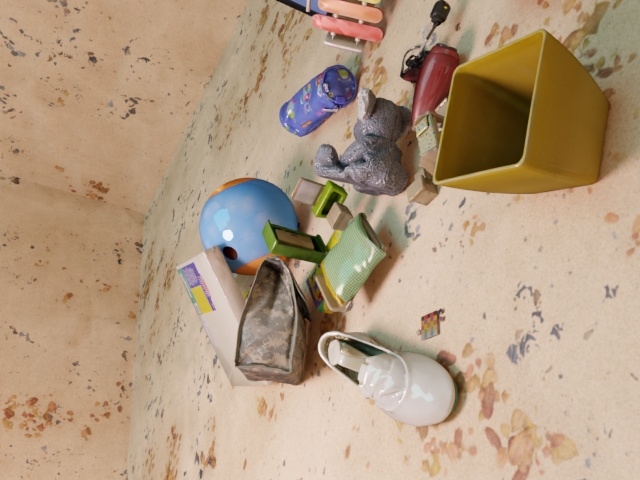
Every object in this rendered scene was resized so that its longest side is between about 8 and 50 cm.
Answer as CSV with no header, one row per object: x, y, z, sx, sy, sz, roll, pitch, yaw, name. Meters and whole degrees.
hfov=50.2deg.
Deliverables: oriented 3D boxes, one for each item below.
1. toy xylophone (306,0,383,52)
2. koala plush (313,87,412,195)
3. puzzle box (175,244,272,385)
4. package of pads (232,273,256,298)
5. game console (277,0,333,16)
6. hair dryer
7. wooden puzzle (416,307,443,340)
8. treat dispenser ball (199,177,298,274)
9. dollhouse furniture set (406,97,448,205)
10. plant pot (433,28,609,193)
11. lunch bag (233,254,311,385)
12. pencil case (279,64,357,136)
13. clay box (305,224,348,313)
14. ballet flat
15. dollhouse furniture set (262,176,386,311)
0.065,-0.682,1.857,0.081,0.236,0.323,-64,-21,-53,toy xylophone
0.128,-0.227,1.570,0.203,0.196,0.221,13,86,53,koala plush
-0.272,0.226,1.963,0.272,0.052,0.409,-21,95,60,puzzle box
-0.312,0.105,2.315,0.296,0.101,0.229,-52,40,36,package of pads
0.002,-0.758,2.009,0.250,0.293,0.173,-56,30,33,game console
0.247,-0.376,1.562,0.223,0.080,0.293,121,161,-61,hair dryer
0.214,0.166,1.335,0.083,0.006,0.049,-36,44,52,wooden puzzle
-0.209,-0.040,2.000,0.288,0.288,0.288,-43,39,47,treat dispenser ball
0.215,-0.197,1.449,0.161,0.101,0.182,-48,35,42,dollhouse furniture set
0.333,-0.175,1.094,0.212,0.187,0.212,-7,68,62,plant pot
-0.109,0.201,1.704,0.235,0.169,0.287,85,-169,-70,lunch bag
-0.010,-0.404,2.020,0.306,0.119,0.133,-23,63,59,pencil case
0.045,0.057,1.696,0.222,0.053,0.127,-62,28,23,clay box
0.107,0.262,1.352,0.400,0.139,0.139,16,89,65,ballet flat
0.000,0.000,1.585,0.197,0.151,0.301,-61,31,23,dollhouse furniture set
